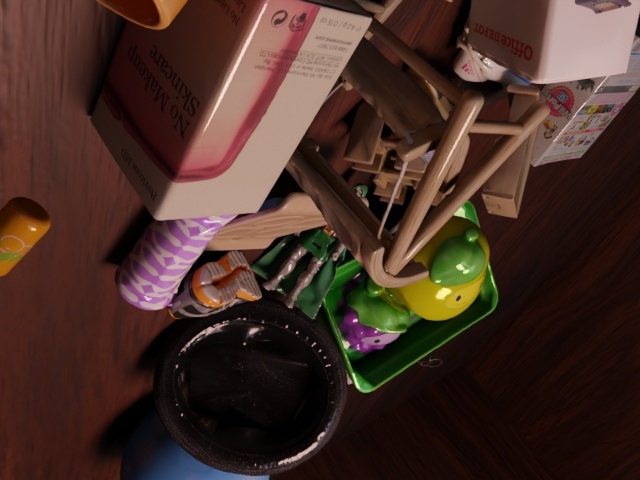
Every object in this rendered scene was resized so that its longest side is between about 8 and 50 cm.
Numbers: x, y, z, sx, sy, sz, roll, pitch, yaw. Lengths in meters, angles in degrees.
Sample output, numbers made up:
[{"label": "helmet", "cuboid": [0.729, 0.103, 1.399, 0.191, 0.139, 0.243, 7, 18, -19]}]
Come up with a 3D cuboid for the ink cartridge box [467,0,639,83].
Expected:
[{"label": "ink cartridge box", "cuboid": [0.233, -0.295, 0.617, 0.100, 0.172, 0.237, -7, 120, -10]}]

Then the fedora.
[{"label": "fedora", "cuboid": [-0.125, 0.245, 1.118, 0.334, 0.334, 0.152, -35, -172, -9]}]

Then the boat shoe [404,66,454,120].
[{"label": "boat shoe", "cuboid": [0.165, -0.227, 0.920, 0.049, 0.056, 0.152, -54, 156, 2]}]

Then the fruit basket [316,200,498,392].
[{"label": "fruit basket", "cuboid": [0.183, 0.082, 1.131, 0.391, 0.283, 0.392, -18, -163, 6]}]

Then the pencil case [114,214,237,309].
[{"label": "pencil case", "cuboid": [-0.176, 0.002, 0.788, 0.088, 0.086, 0.206, 29, 117, -28]}]

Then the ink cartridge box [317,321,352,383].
[{"label": "ink cartridge box", "cuboid": [0.089, 0.197, 1.421, 0.092, 0.159, 0.218, -14, 147, -44]}]

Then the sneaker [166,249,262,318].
[{"label": "sneaker", "cuboid": [-0.155, 0.069, 0.935, 0.083, 0.084, 0.215, -30, 171, 14]}]

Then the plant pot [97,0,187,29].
[{"label": "plant pot", "cuboid": [-0.108, -0.254, 0.328, 0.188, 0.205, 0.205, -53, 157, -5]}]

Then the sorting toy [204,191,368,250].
[{"label": "sorting toy", "cuboid": [-0.063, -0.030, 0.885, 0.208, 0.038, 0.193, -19, 170, 35]}]

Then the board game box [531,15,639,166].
[{"label": "board game box", "cuboid": [0.544, -0.301, 1.268, 0.224, 0.097, 0.303, -13, 144, -43]}]

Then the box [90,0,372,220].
[{"label": "box", "cuboid": [-0.091, -0.152, 0.565, 0.126, 0.149, 0.232, -9, 142, -48]}]

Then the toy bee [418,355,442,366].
[{"label": "toy bee", "cuboid": [0.160, 0.297, 1.752, 0.298, 0.162, 0.195, 2, 148, -21]}]

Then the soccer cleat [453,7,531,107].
[{"label": "soccer cleat", "cuboid": [0.247, -0.290, 0.841, 0.143, 0.116, 0.331, -34, 155, -3]}]

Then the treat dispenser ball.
[{"label": "treat dispenser ball", "cuboid": [-0.243, 0.446, 1.230, 0.288, 0.288, 0.288, -31, 155, -16]}]

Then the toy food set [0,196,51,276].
[{"label": "toy food set", "cuboid": [-0.340, -0.027, 0.474, 0.104, 0.111, 0.232, -44, 158, 12]}]

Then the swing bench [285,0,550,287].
[{"label": "swing bench", "cuboid": [0.053, -0.117, 0.684, 0.165, 0.253, 0.255, -8, 139, -47]}]

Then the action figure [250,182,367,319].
[{"label": "action figure", "cuboid": [0.000, 0.000, 1.018, 0.232, 0.137, 0.063, -53, 179, 9]}]

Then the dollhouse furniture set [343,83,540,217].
[{"label": "dollhouse furniture set", "cuboid": [0.185, -0.144, 0.930, 0.212, 0.242, 0.161, 34, 71, -66]}]
